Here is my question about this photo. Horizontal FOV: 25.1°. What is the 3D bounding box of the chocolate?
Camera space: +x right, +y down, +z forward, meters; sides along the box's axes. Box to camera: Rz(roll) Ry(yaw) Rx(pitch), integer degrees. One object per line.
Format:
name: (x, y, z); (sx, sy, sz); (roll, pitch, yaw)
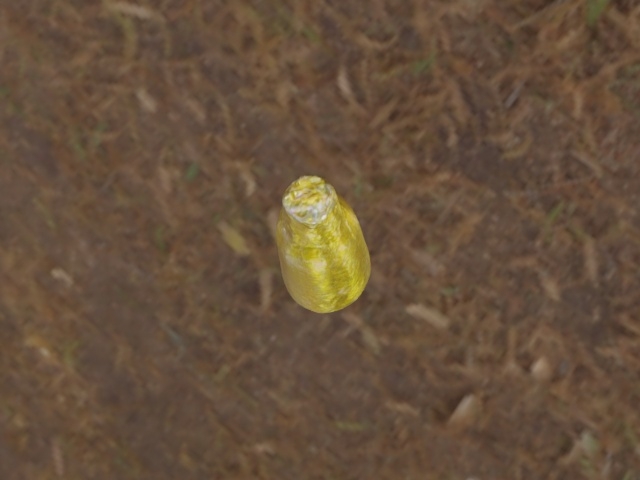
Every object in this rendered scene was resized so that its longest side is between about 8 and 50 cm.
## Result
chocolate: (0.000, 0.000, 1.171); (0.086, 0.085, 0.219); (32, 169, 10)
